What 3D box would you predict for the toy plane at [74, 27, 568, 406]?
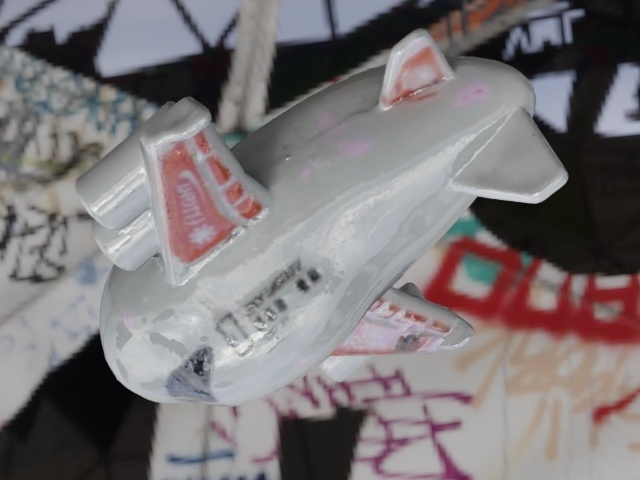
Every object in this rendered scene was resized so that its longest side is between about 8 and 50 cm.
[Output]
[{"bbox_3d":[-0.002,-0.003,0.756,0.252,0.252,0.118,-11,-130,-15],"label":"toy plane"}]
